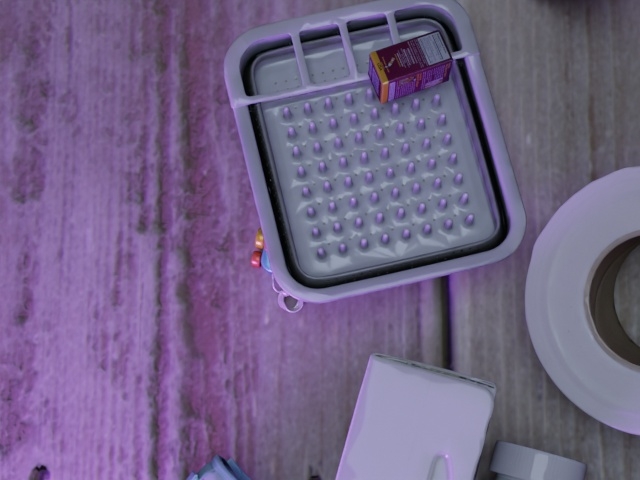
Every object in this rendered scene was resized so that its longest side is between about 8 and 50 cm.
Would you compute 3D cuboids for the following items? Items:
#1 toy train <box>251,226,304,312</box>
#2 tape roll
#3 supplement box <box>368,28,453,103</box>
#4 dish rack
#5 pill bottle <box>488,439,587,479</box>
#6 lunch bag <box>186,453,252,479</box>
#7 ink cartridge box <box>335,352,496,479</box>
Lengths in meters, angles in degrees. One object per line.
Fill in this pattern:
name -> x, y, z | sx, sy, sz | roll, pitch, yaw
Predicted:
toy train -> 0.000, 0.000, 1.677 | 0.166, 0.046, 0.125 | -38, 78, 0
tape roll -> 0.363, 0.062, 1.543 | 0.286, 0.100, 0.286 | 1, 92, 28
supplement box -> 0.097, -0.190, 1.607 | 0.083, 0.055, 0.043 | -19, 72, -7
dish rack -> 0.058, -0.099, 1.643 | 0.285, 0.072, 0.333 | -13, 72, -4
pill bottle -> 0.207, 0.331, 1.561 | 0.121, 0.121, 0.221 | 14, 83, 9
lunch bag -> -0.097, 0.391, 1.573 | 0.223, 0.160, 0.262 | -45, 84, 0
ink cartridge box -> 0.091, 0.241, 1.495 | 0.131, 0.306, 0.226 | 14, 83, 9
